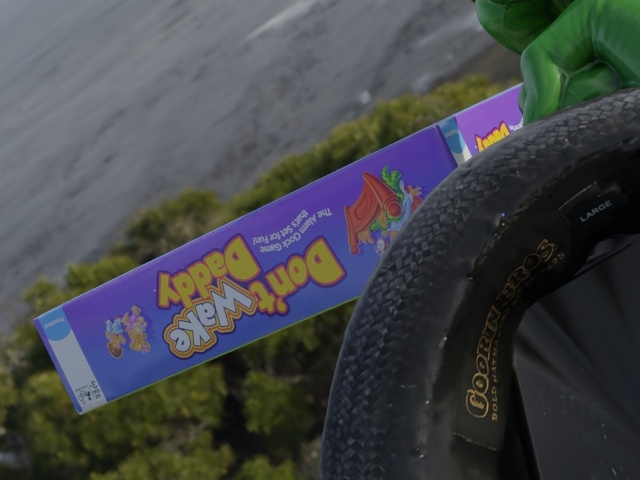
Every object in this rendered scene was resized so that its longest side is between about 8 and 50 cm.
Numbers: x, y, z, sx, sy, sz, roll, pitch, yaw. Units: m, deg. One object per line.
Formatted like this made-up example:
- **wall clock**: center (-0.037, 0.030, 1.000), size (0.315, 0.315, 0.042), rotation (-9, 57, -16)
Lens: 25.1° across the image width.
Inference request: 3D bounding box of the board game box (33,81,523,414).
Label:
- **board game box**: center (0.000, 0.000, 1.015), size (0.347, 0.078, 0.233), rotation (-25, 2, 32)

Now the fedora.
- **fedora**: center (0.159, 0.109, 0.564), size (0.334, 0.334, 0.152), rotation (-34, -21, 0)

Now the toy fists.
- **toy fists**: center (0.149, -0.117, 0.722), size (0.142, 0.096, 0.279), rotation (-42, 48, 31)
